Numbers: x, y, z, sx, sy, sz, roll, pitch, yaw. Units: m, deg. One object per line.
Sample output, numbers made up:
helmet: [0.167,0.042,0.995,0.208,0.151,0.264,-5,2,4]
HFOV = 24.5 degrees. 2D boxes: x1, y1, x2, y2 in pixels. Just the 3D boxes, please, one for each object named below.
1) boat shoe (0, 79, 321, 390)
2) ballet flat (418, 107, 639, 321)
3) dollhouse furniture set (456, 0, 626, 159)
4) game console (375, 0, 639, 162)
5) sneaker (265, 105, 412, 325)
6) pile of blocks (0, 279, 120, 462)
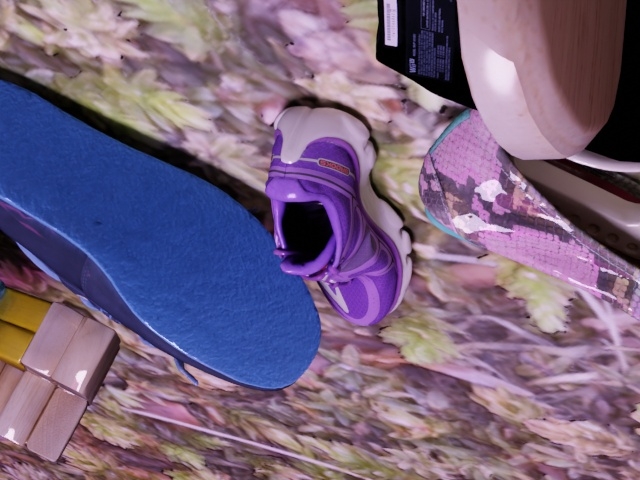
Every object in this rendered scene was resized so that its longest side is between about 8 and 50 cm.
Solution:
boat shoe: [-0.109,-0.007,0.850,0.258,0.109,0.089,41,161,2]
ballet flat: [0.155,-0.002,0.688,0.221,0.077,0.079,25,132,-5]
dollhouse furniture set: [0.209,-0.034,0.258,0.362,0.256,0.394,-2,164,29]
game console: [0.124,-0.140,0.497,0.213,0.044,0.361,14,151,11]
sneaker: [0.000,0.000,0.790,0.068,0.071,0.170,9,149,24]
pile of blocks: [-0.269,0.068,0.963,0.149,0.112,0.362,36,164,-36]
